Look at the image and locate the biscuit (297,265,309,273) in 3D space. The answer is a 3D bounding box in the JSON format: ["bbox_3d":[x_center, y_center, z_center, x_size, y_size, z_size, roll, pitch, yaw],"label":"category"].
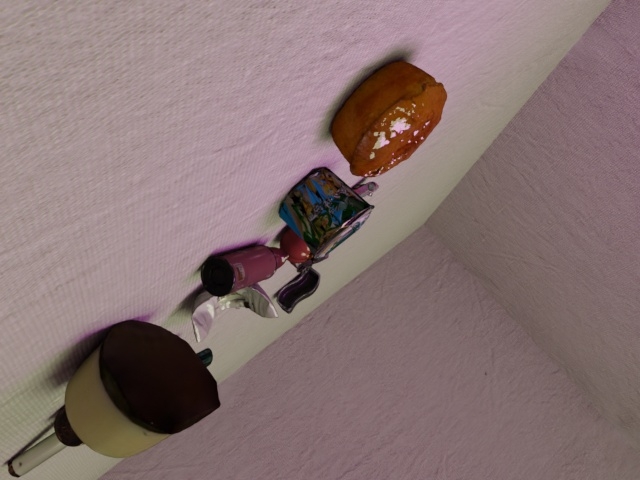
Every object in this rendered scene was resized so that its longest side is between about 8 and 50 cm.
[{"bbox_3d":[-0.069,0.122,2.576,0.087,0.027,0.089,-35,168,-31],"label":"biscuit"}]

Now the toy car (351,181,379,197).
[{"bbox_3d":[0.138,-0.171,2.089,0.142,0.055,0.069,-25,166,-8],"label":"toy car"}]

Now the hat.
[{"bbox_3d":[-0.290,0.188,1.869,0.258,0.168,0.301,-16,-172,-12],"label":"hat"}]

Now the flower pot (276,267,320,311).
[{"bbox_3d":[-0.098,0.227,2.685,0.229,0.103,0.108,-40,169,-12],"label":"flower pot"}]

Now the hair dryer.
[{"bbox_3d":[-0.809,0.618,1.810,0.362,0.128,0.203,-33,170,-1],"label":"hair dryer"}]

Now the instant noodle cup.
[{"bbox_3d":[0.013,-0.084,1.678,0.240,0.178,0.240,-39,169,-9],"label":"instant noodle cup"}]

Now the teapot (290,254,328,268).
[{"bbox_3d":[-0.049,0.039,2.123,0.146,0.116,0.148,-30,172,-3],"label":"teapot"}]

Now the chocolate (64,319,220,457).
[{"bbox_3d":[-0.483,0.411,1.530,0.297,0.326,0.314,-50,165,19],"label":"chocolate"}]

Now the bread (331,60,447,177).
[{"bbox_3d":[0.164,-0.289,1.453,0.312,0.172,0.312,-38,164,-13],"label":"bread"}]

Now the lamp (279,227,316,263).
[{"bbox_3d":[-0.045,0.004,1.927,0.182,0.140,0.182,-41,173,-6],"label":"lamp"}]

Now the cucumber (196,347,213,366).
[{"bbox_3d":[-0.524,0.527,2.521,0.116,0.062,0.115,-48,163,25],"label":"cucumber"}]

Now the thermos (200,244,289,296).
[{"bbox_3d":[-0.216,0.084,1.730,0.136,0.109,0.330,-47,168,23],"label":"thermos"}]
